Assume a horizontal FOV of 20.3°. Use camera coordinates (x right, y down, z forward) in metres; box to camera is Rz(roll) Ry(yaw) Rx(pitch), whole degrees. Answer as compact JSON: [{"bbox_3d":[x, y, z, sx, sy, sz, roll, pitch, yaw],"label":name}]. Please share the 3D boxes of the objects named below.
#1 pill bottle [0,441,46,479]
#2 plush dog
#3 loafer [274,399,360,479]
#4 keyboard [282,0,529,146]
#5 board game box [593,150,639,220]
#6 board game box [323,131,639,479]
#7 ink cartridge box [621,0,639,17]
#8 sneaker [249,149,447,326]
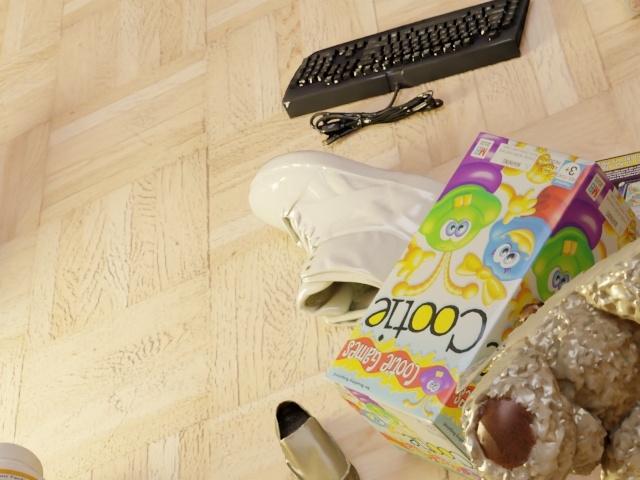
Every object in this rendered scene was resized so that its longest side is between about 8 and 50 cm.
[{"bbox_3d":[-0.322,0.303,1.779,0.117,0.117,0.215,-25,35,13],"label":"pill bottle"},{"bbox_3d":[0.254,0.139,1.431,0.262,0.225,0.210,-43,2,-4],"label":"plush dog"},{"bbox_3d":[-0.011,0.202,1.707,0.056,0.050,0.148,-38,34,-6],"label":"loafer"},{"bbox_3d":[0.093,-0.204,2.140,0.317,0.033,0.201,-14,39,28],"label":"keyboard"},{"bbox_3d":[0.271,-0.017,1.748,0.170,0.048,0.141,-12,38,30],"label":"board game box"},{"bbox_3d":[0.155,0.063,1.611,0.144,0.142,0.275,18,70,45],"label":"board game box"},{"bbox_3d":[0.374,-0.320,2.022,0.104,0.061,0.181,-26,34,12],"label":"ink cartridge box"},{"bbox_3d":[0.000,0.000,1.897,0.292,0.108,0.169,8,49,43],"label":"sneaker"}]
